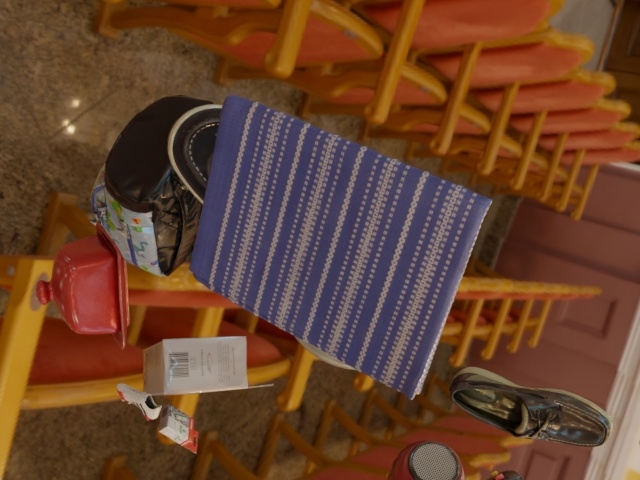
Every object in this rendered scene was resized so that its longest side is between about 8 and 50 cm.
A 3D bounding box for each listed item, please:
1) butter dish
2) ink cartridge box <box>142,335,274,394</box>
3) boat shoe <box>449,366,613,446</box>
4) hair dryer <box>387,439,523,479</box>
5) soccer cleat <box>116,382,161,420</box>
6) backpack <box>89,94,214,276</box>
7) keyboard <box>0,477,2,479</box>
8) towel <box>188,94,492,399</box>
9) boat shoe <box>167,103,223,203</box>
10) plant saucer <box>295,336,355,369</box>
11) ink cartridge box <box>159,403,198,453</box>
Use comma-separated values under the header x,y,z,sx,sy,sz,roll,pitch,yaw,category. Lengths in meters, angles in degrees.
x,y,z,sx,sy,sz,roll,pitch,yaw,category
-0.347,0.068,1.031,0.118,0.160,0.160,-6,110,-26,butter dish
-0.290,0.320,1.804,0.272,0.309,0.130,1,77,-23,ink cartridge box
0.284,0.241,0.988,0.073,0.223,0.080,-30,134,-63,boat shoe
0.120,0.307,0.684,0.293,0.080,0.223,156,-71,-77,hair dryer
-0.289,0.251,1.139,0.035,0.083,0.029,-54,170,25,soccer cleat
-0.338,-0.087,1.480,0.355,0.273,0.290,83,25,-52,backpack
-0.666,0.514,1.435,0.072,0.014,0.256,-22,159,-26,keyboard
0.000,0.000,0.796,0.040,0.336,0.243,-21,132,-55,towel
-0.015,-0.040,1.113,0.187,0.500,0.156,-52,-171,-1,boat shoe
0.094,0.099,1.677,0.400,0.400,0.100,-64,167,-12,plant saucer
-0.303,0.415,1.573,0.115,0.029,0.063,44,23,-31,ink cartridge box
